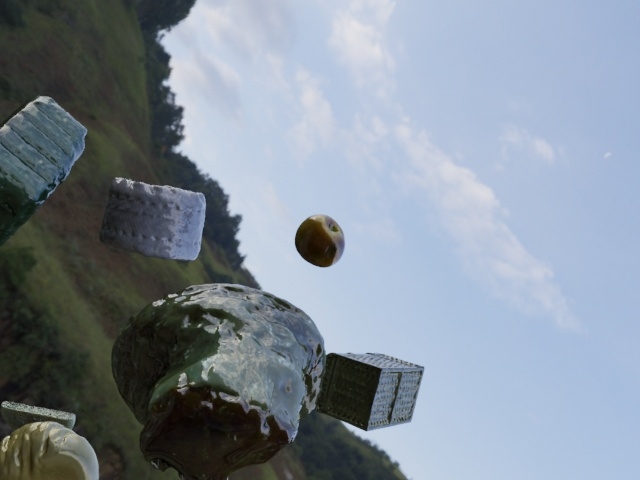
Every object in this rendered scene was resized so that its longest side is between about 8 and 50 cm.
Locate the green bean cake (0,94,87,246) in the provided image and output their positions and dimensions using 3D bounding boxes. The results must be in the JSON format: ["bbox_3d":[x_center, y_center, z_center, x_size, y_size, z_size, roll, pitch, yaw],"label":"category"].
[{"bbox_3d":[-0.657,-0.126,1.320,0.300,0.308,0.169,-32,-62,27],"label":"green bean cake"}]

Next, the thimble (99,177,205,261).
[{"bbox_3d":[-0.372,-0.050,1.412,0.245,0.217,0.157,14,-88,60],"label":"thimble"}]

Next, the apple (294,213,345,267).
[{"bbox_3d":[0.000,0.000,1.357,0.102,0.099,0.114,-56,-127,31],"label":"apple"}]

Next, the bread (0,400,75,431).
[{"bbox_3d":[-0.758,0.497,1.692,0.193,0.036,0.112,13,-63,-5],"label":"bread"}]

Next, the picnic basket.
[{"bbox_3d":[0.098,0.309,1.340,0.154,0.134,0.196,14,1,37],"label":"picnic basket"}]

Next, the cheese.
[{"bbox_3d":[-0.614,0.514,1.429,0.226,0.214,0.117,58,11,-24],"label":"cheese"}]

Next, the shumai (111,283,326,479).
[{"bbox_3d":[-0.161,0.273,1.076,0.397,0.324,0.323,18,16,-18],"label":"shumai"}]
